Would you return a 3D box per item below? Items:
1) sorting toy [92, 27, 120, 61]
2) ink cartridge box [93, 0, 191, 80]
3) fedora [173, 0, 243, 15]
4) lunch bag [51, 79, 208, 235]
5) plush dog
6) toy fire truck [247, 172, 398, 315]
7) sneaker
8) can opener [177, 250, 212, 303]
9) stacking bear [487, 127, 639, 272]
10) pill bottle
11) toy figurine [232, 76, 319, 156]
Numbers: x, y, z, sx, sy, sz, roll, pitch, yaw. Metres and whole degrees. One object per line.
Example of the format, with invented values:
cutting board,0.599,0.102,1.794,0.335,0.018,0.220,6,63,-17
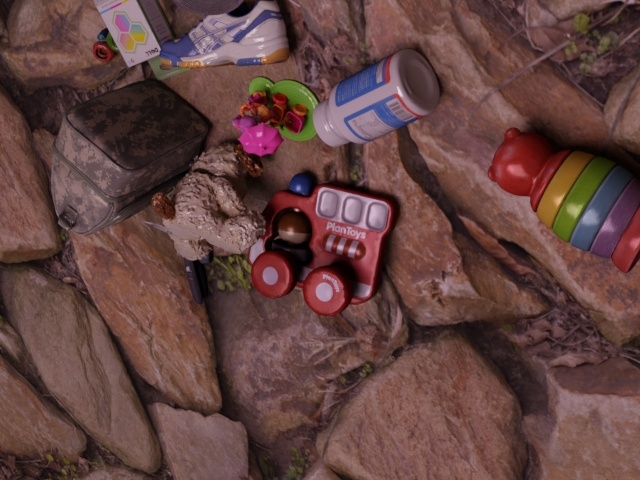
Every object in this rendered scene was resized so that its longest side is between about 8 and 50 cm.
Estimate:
sorting toy,-0.445,-0.424,2.039,0.102,0.042,0.061,-24,120,30
ink cartridge box,-0.364,-0.422,1.962,0.109,0.062,0.209,-11,113,38
fedora,-0.191,-0.555,1.708,0.243,0.124,0.276,2,120,33
lunch bag,-0.409,-0.163,2.010,0.212,0.305,0.256,41,131,8
plush dog,-0.229,-0.104,1.980,0.210,0.225,0.262,41,149,-30
toy fire truck,0.000,0.000,1.951,0.302,0.169,0.254,17,104,25
sneaker,-0.187,-0.400,1.844,0.296,0.112,0.131,2,105,30
can opener,-0.293,0.074,2.252,0.073,0.059,0.186,17,128,24
stacking bear,0.419,-0.083,1.592,0.289,0.164,0.175,32,133,19
pill bottle,0.093,-0.247,1.721,0.221,0.124,0.124,-20,107,42
toy figurine,-0.109,-0.232,1.846,0.173,0.159,0.130,33,133,13
